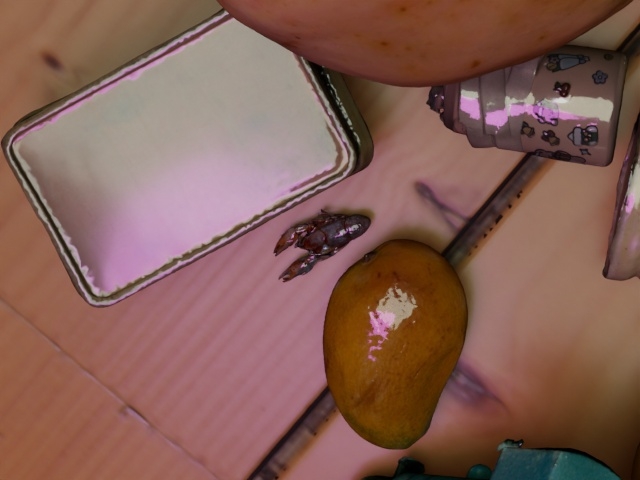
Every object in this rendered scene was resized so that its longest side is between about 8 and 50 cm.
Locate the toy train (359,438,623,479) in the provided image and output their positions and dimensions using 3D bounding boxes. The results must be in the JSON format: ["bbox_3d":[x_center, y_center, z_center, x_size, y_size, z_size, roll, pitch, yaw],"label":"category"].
[{"bbox_3d":[0.098,0.249,1.378,0.120,0.298,0.194,32,70,-27],"label":"toy train"}]

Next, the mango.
[{"bbox_3d":[0.054,0.079,1.454,0.115,0.089,0.165,21,104,-6],"label":"mango"}]

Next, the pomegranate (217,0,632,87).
[{"bbox_3d":[0.065,-0.297,1.250,0.411,0.411,0.411,1,98,7],"label":"pomegranate"}]

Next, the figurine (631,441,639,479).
[{"bbox_3d":[0.289,0.220,1.396,0.215,0.215,0.228,42,114,0],"label":"figurine"}]

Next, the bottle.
[{"bbox_3d":[0.157,-0.113,1.409,0.152,0.099,0.099,11,99,9],"label":"bottle"}]

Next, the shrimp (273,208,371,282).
[{"bbox_3d":[-0.004,-0.001,1.477,0.092,0.029,0.038,-35,93,14],"label":"shrimp"}]

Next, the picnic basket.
[{"bbox_3d":[-0.098,-0.077,1.421,0.266,0.139,0.165,-29,94,10],"label":"picnic basket"}]

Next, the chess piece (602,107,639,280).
[{"bbox_3d":[0.379,-0.014,1.381,0.307,0.124,0.139,11,73,6],"label":"chess piece"}]
